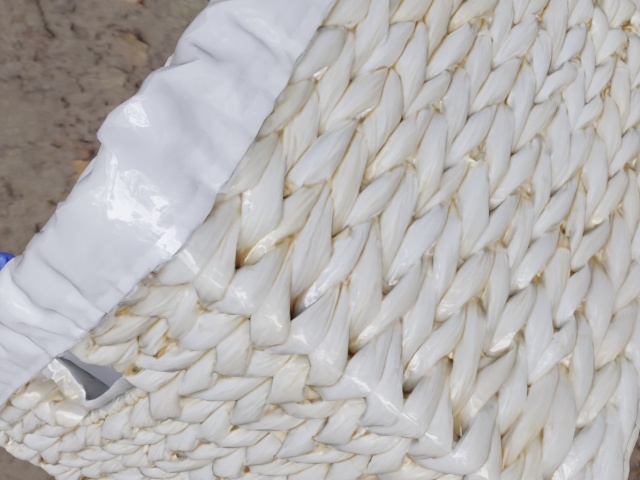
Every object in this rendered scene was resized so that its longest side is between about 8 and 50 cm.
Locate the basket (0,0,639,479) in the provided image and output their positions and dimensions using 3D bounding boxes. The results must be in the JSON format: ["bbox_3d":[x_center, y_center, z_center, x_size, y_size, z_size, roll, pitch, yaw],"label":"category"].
[{"bbox_3d":[0.000,0.000,0.534,0.266,0.331,0.328,39,143,-13],"label":"basket"}]

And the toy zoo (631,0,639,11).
[{"bbox_3d":[0.154,-0.203,0.826,0.030,0.293,0.192,29,87,-35],"label":"toy zoo"}]

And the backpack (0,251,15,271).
[{"bbox_3d":[-0.301,0.059,0.781,0.101,0.098,0.120,13,74,-3],"label":"backpack"}]
